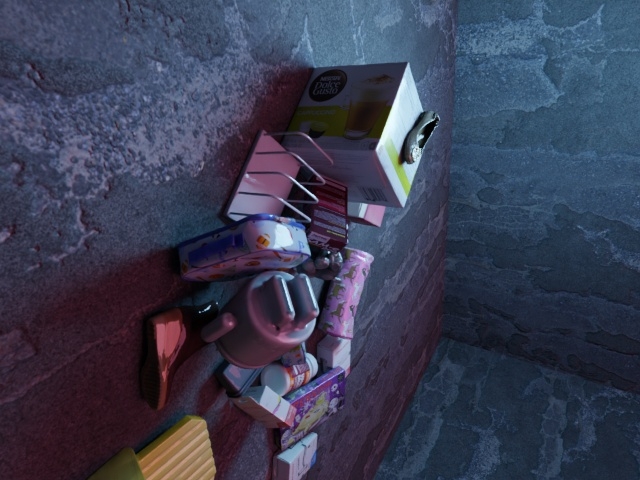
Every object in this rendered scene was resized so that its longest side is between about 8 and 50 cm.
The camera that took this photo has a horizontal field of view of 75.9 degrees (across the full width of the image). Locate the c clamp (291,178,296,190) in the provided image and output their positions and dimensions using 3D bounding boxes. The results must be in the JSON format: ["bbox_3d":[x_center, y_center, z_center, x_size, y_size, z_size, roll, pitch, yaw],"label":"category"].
[{"bbox_3d":[-0.129,-0.181,1.315,0.160,0.022,0.137,-58,145,-29],"label":"c clamp"}]

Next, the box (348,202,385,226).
[{"bbox_3d":[0.154,-0.145,1.681,0.232,0.149,0.126,17,86,-59],"label":"box"}]

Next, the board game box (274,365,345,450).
[{"bbox_3d":[-0.036,0.676,1.673,0.347,0.056,0.207,-19,114,-38],"label":"board game box"}]

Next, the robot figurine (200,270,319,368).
[{"bbox_3d":[-0.150,0.210,1.061,0.300,0.353,0.199,4,58,-37],"label":"robot figurine"}]

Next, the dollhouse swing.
[{"bbox_3d":[-0.355,0.679,1.006,0.305,0.315,0.346,-19,118,-34],"label":"dollhouse swing"}]

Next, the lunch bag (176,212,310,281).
[{"bbox_3d":[-0.187,0.022,1.013,0.243,0.304,0.114,14,60,-58],"label":"lunch bag"}]

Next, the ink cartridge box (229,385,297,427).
[{"bbox_3d":[-0.187,0.536,1.342,0.198,0.115,0.067,48,41,-27],"label":"ink cartridge box"}]

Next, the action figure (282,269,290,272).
[{"bbox_3d":[-0.134,0.146,1.292,0.141,0.164,0.275,18,75,-27],"label":"action figure"}]

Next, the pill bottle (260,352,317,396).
[{"bbox_3d":[-0.108,0.482,1.496,0.221,0.121,0.121,4,97,-60],"label":"pill bottle"}]

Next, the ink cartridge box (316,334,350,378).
[{"bbox_3d":[0.059,0.527,1.826,0.159,0.092,0.217,-29,127,-52],"label":"ink cartridge box"}]

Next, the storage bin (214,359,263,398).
[{"bbox_3d":[-0.256,0.396,1.257,0.091,0.098,0.135,56,48,-16],"label":"storage bin"}]

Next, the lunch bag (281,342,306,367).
[{"bbox_3d":[-0.108,0.309,1.402,0.176,0.090,0.218,-105,-176,-54],"label":"lunch bag"}]

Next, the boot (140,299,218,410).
[{"bbox_3d":[-0.345,0.286,1.051,0.207,0.090,0.248,-4,101,-57],"label":"boot"}]

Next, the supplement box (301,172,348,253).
[{"bbox_3d":[0.015,-0.089,1.290,0.131,0.073,0.239,19,51,-21],"label":"supplement box"}]

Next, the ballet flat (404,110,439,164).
[{"bbox_3d":[0.330,-0.336,1.324,0.249,0.058,0.084,-58,144,-33],"label":"ballet flat"}]

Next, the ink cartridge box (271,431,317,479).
[{"bbox_3d":[-0.104,0.900,1.691,0.203,0.086,0.148,-20,118,-57],"label":"ink cartridge box"}]

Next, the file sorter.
[{"bbox_3d":[-0.110,-0.150,1.185,0.193,0.173,0.277,35,70,-48],"label":"file sorter"}]

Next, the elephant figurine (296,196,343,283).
[{"bbox_3d":[0.000,0.000,1.372,0.186,0.170,0.239,113,-25,-57],"label":"elephant figurine"}]

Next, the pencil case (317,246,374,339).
[{"bbox_3d":[0.109,0.216,1.734,0.167,0.160,0.385,130,-24,-82],"label":"pencil case"}]

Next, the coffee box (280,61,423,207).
[{"bbox_3d":[0.132,-0.347,1.380,0.338,0.338,0.334,45,61,-55],"label":"coffee box"}]

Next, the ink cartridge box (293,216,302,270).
[{"bbox_3d":[-0.033,-0.017,1.516,0.225,0.056,0.180,-45,136,-49],"label":"ink cartridge box"}]
